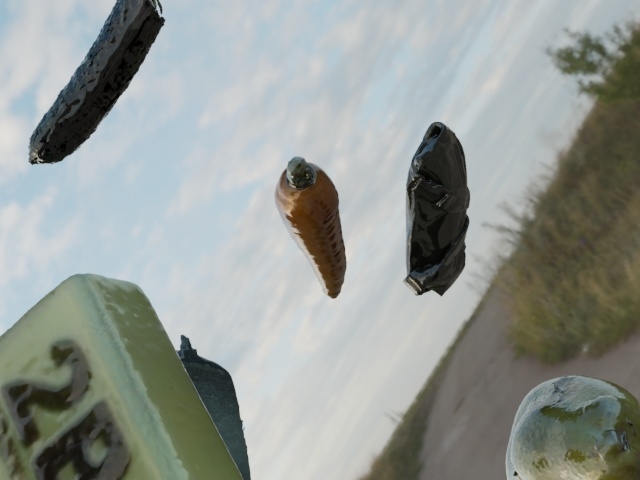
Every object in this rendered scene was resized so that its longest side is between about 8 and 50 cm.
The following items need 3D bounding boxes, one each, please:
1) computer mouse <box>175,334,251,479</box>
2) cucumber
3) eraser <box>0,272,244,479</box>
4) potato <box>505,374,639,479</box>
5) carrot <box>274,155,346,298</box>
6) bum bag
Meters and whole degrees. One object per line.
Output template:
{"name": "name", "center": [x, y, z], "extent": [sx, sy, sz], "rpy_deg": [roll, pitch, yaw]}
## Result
{"name": "computer mouse", "center": [-0.136, 0.208, 1.008], "extent": [0.113, 0.229, 0.068], "rpy_deg": [11, -42, -35]}
{"name": "cucumber", "center": [-0.254, -0.183, 1.112], "extent": [0.245, 0.067, 0.067], "rpy_deg": [-58, -10, 6]}
{"name": "eraser", "center": [-0.110, 0.115, 0.482], "extent": [0.117, 0.172, 0.058], "rpy_deg": [-40, -28, 13]}
{"name": "potato", "center": [0.379, 0.304, 1.389], "extent": [0.218, 0.202, 0.351], "rpy_deg": [-57, -7, -15]}
{"name": "carrot", "center": [0.000, 0.000, 1.113], "extent": [0.069, 0.069, 0.336], "rpy_deg": [-54, -23, -18]}
{"name": "bum bag", "center": [0.191, -0.037, 1.574], "extent": [0.142, 0.079, 0.326], "rpy_deg": [-31, -52, -39]}
